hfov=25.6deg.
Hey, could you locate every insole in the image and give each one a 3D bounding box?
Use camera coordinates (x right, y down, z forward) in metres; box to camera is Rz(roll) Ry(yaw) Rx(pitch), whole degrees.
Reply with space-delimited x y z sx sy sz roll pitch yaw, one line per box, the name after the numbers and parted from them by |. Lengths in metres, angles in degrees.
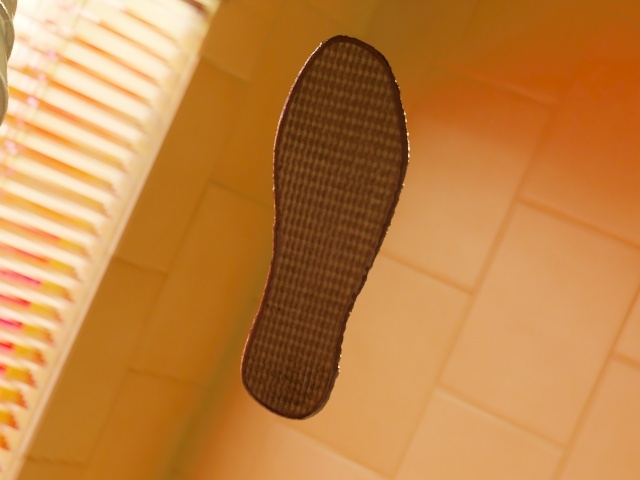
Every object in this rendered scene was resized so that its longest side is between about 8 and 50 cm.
0.000 0.000 0.854 0.086 0.253 0.005 20 -156 19 | insole

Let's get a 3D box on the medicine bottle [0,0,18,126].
-0.409 -0.237 1.324 0.245 0.245 0.306 23 -140 -42 | medicine bottle
